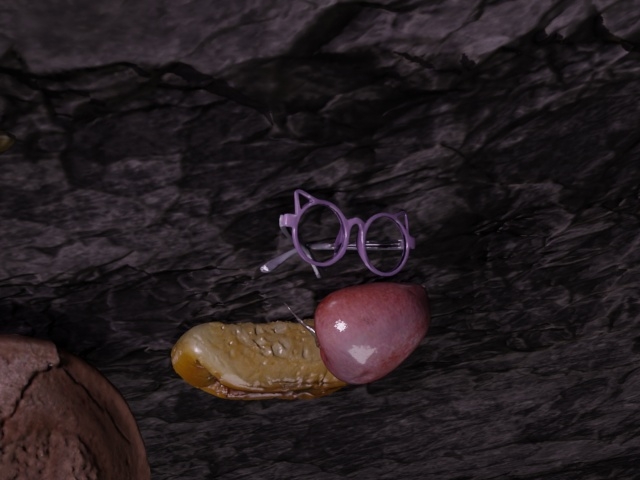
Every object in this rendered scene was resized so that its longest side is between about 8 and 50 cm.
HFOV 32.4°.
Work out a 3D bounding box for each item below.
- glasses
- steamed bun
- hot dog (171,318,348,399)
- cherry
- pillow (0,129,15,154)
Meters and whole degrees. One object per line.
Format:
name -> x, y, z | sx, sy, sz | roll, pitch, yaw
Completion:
glasses -> 0.000, 0.000, 0.952 | 0.140, 0.063, 0.103 | 9, 171, -35
steamed bun -> -0.322, 0.184, 1.035 | 0.251, 0.199, 0.301 | -7, 152, 36
hot dog -> -0.033, 0.127, 1.153 | 0.242, 0.073, 0.084 | 0, 158, -21
cherry -> 0.045, 0.088, 1.078 | 0.126, 0.087, 0.106 | -26, 143, 22
pillow -> -0.304, -0.033, 0.747 | 0.113, 0.038, 0.203 | 14, 145, -41
